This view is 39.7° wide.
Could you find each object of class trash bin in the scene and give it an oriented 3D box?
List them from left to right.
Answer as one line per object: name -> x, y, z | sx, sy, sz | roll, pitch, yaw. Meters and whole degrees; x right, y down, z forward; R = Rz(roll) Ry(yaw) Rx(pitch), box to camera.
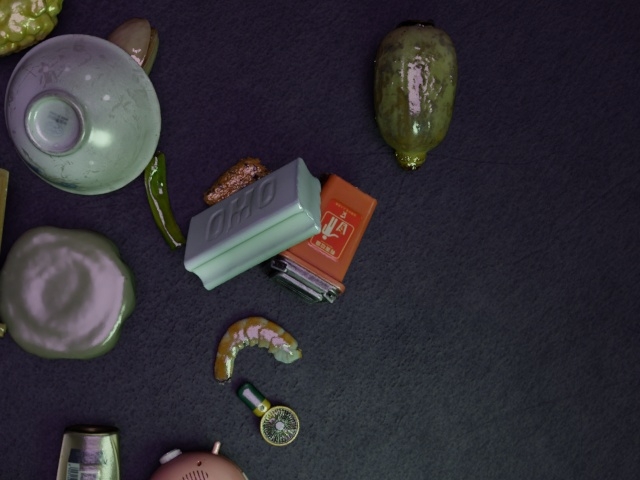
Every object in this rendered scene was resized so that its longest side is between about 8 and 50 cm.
trash bin -> 0.000, 0.000, 1.782 | 0.161, 0.184, 0.238 | 31, 73, -8

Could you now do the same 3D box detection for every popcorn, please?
popcorn -> -0.632, -0.451, 1.663 | 0.286, 0.174, 0.225 | 11, 95, -9

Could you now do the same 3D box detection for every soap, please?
soap -> -0.129, -0.032, 1.695 | 0.265, 0.159, 0.087 | -27, 125, 20

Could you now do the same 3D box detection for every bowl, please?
bowl -> -0.468, -0.223, 1.650 | 0.314, 0.146, 0.313 | 2, 106, 6

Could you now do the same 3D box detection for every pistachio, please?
pistachio -> -0.373, -0.366, 1.738 | 0.113, 0.113, 0.149 | 27, 89, -9

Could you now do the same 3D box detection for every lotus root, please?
lotus root -> 0.197, -0.297, 1.822 | 0.173, 0.173, 0.309 | -1, 96, -10

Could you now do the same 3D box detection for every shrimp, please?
shrimp -> -0.133, 0.241, 1.808 | 0.161, 0.049, 0.166 | 33, 85, -6

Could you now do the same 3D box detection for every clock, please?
clock -> -0.243, 0.522, 1.727 | 0.227, 0.142, 0.241 | -28, 83, -1

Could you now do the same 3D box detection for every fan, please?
fan -> -0.110, 0.351, 1.814 | 0.082, 0.039, 0.155 | -43, 95, -7

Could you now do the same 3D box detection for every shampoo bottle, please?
shampoo bottle -> -0.457, 0.541, 1.728 | 0.126, 0.084, 0.350 | 3, 89, -8

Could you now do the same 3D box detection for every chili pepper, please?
chili pepper -> -0.317, -0.076, 1.776 | 0.052, 0.050, 0.201 | -18, 95, -26

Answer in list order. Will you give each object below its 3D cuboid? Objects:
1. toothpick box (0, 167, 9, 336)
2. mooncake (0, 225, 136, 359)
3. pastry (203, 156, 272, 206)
toothpick box -> -0.681, 0.014, 1.612 | 0.190, 0.188, 0.308 | 17, 72, -46
mooncake -> -0.487, 0.102, 1.703 | 0.275, 0.135, 0.274 | 0, 88, -7
pastry -> -0.168, -0.112, 1.799 | 0.080, 0.056, 0.140 | 44, 80, -19
